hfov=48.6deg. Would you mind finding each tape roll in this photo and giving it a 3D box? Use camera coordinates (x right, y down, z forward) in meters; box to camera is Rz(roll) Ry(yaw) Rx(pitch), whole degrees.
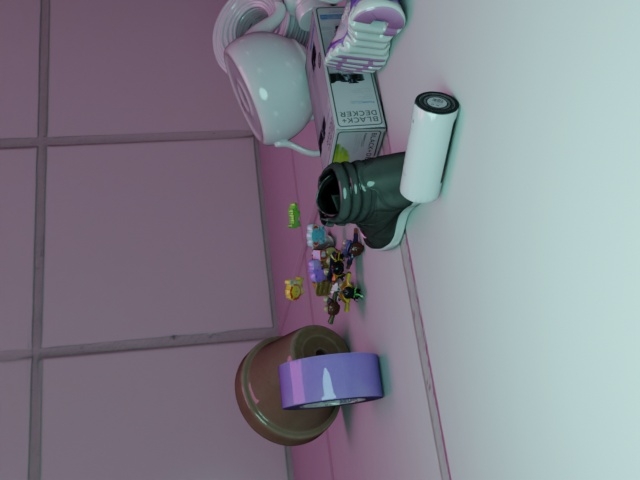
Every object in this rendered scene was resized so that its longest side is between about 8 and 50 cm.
[{"bbox_3d":[0.018,0.263,1.314,0.189,0.188,0.080,115,151,-70],"label":"tape roll"}]

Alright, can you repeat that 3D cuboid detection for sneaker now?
[{"bbox_3d":[0.000,0.000,1.724,0.152,0.053,0.061,131,137,-77],"label":"sneaker"},{"bbox_3d":[0.069,-0.342,1.106,0.236,0.095,0.105,138,134,-72],"label":"sneaker"},{"bbox_3d":[0.005,0.055,1.666,0.185,0.069,0.084,101,157,-54],"label":"sneaker"},{"bbox_3d":[0.059,-0.054,1.087,0.296,0.146,0.105,110,153,-70],"label":"sneaker"}]

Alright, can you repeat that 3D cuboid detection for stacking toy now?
[{"bbox_3d":[-0.012,0.026,1.554,0.167,0.052,0.221,1,94,45],"label":"stacking toy"}]

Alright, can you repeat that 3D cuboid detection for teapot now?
[{"bbox_3d":[-0.078,-0.332,1.503,0.252,0.187,0.256,-124,15,-46],"label":"teapot"}]

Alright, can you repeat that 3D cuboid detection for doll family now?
[{"bbox_3d":[0.046,0.071,1.426,0.111,0.076,0.193,168,101,-85],"label":"doll family"}]

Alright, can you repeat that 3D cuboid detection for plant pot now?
[{"bbox_3d":[-0.040,0.307,1.630,0.229,0.263,0.263,126,143,-47],"label":"plant pot"}]

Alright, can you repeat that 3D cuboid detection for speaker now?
[{"bbox_3d":[0.134,-0.114,0.889,0.055,0.055,0.136,-105,15,-48],"label":"speaker"}]

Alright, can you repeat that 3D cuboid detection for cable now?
[{"bbox_3d":[-0.144,-0.487,1.674,0.089,0.257,0.257,18,-127,-55],"label":"cable"}]

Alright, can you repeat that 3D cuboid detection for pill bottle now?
[{"bbox_3d":[-0.038,-0.551,1.542,0.108,0.107,0.180,108,144,-66],"label":"pill bottle"}]

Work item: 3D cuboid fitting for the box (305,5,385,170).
[{"bbox_3d":[0.039,-0.265,1.292,0.169,0.087,0.290,103,160,-60],"label":"box"}]

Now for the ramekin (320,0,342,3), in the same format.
[{"bbox_3d":[0.018,-0.470,1.014,0.273,0.127,0.273,-161,90,-73],"label":"ramekin"}]
